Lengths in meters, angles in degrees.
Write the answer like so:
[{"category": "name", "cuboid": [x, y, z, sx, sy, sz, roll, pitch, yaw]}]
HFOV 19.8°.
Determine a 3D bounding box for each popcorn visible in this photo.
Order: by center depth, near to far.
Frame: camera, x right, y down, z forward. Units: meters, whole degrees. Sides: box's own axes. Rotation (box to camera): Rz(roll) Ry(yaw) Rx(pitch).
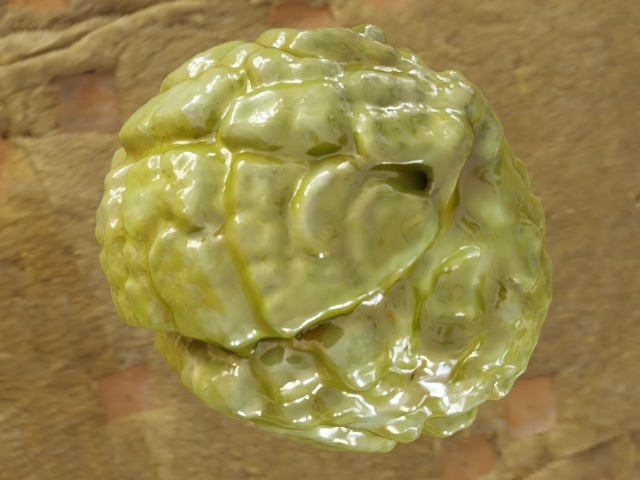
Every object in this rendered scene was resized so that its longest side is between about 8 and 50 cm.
[{"category": "popcorn", "cuboid": [0.000, 0.000, 1.030, 0.270, 0.258, 0.224, 27, -96, 7]}]
